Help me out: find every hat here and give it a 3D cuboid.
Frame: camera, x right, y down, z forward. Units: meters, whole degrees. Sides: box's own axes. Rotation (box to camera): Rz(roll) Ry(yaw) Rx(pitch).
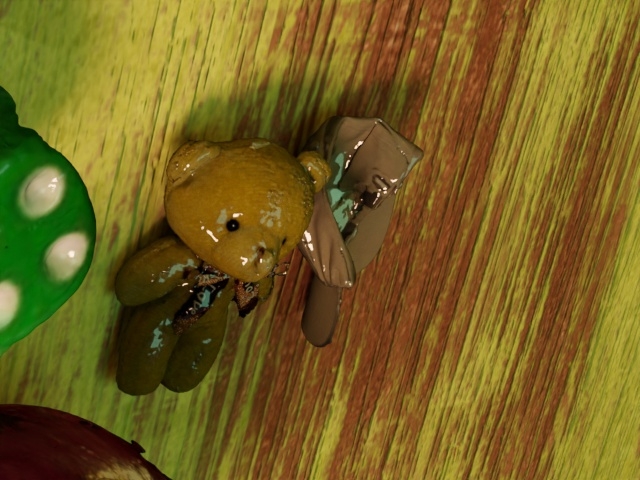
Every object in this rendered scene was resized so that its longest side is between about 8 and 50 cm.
[{"bbox_3d":[0.000,0.000,1.367,0.147,0.085,0.175,-61,176,-42],"label":"hat"}]

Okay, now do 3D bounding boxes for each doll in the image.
[{"bbox_3d":[-0.072,0.027,1.260,0.137,0.097,0.209,5,116,-38],"label":"doll"}]

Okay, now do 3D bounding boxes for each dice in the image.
[{"bbox_3d":[-0.212,-0.016,1.010,0.120,0.131,0.128,-43,143,-26],"label":"dice"}]

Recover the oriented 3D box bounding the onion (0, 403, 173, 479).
[{"bbox_3d":[-0.222,0.295,1.100,0.385,0.348,0.348,-32,152,19],"label":"onion"}]
